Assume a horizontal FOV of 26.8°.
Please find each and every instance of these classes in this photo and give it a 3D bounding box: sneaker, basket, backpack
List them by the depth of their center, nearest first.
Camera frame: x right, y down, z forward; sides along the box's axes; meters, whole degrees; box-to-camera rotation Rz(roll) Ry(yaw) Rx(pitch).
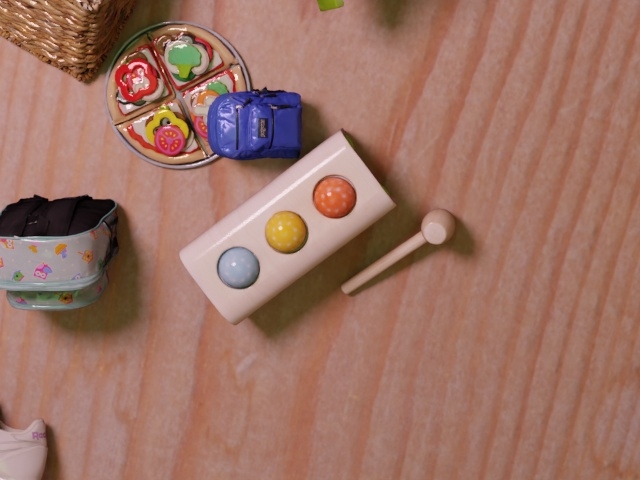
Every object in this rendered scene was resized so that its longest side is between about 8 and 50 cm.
[{"bbox_3d":[-0.373,-0.395,1.767,0.299,0.223,0.213,29,69,-1],"label":"basket"},{"bbox_3d":[-0.087,-0.155,1.779,0.120,0.101,0.098,-1,93,-18],"label":"backpack"},{"bbox_3d":[-0.359,0.017,1.785,0.166,0.188,0.144,2,99,2],"label":"backpack"},{"bbox_3d":[-0.530,0.281,1.889,0.305,0.114,0.152,11,85,-3],"label":"sneaker"}]

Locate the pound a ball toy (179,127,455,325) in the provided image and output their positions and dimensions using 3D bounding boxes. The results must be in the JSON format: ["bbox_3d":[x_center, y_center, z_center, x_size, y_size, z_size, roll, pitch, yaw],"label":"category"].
[{"bbox_3d":[0.000,0.000,1.791,0.319,0.136,0.208,-36,95,8],"label":"pound a ball toy"}]

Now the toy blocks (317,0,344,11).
[{"bbox_3d":[0.068,-0.511,1.672,0.261,0.191,0.381,-24,103,-23],"label":"toy blocks"}]

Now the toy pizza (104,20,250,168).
[{"bbox_3d":[-0.195,-0.197,1.822,0.201,0.032,0.201,0,99,3],"label":"toy pizza"}]
